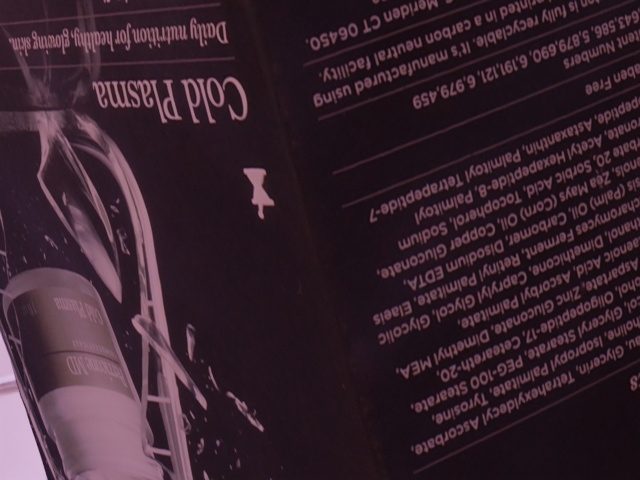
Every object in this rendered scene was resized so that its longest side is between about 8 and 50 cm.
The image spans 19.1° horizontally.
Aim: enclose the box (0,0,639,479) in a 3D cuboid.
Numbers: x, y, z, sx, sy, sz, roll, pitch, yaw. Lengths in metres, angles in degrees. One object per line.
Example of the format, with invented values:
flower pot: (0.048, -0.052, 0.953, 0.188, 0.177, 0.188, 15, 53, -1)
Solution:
box: (0.000, 0.000, 1.210, 0.480, 0.297, 0.472, 5, 116, 57)
